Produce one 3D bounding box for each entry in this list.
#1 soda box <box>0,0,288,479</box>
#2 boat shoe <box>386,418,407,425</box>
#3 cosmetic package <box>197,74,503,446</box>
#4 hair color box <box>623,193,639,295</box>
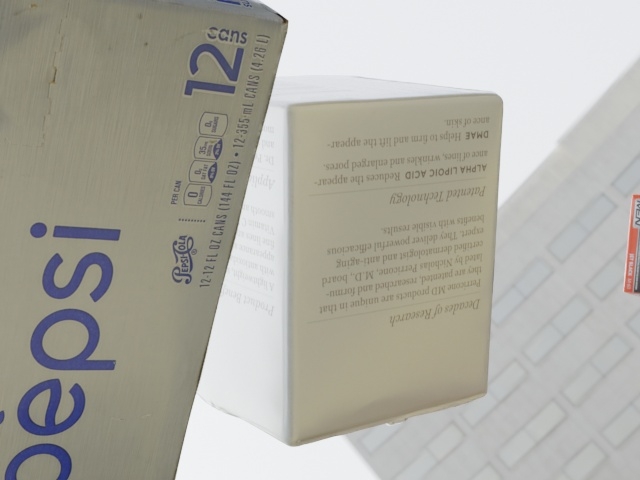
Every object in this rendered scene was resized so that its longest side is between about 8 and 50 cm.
[{"bbox_3d":[-0.104,0.043,0.389,0.098,0.091,0.286,3,-67,-30],"label":"soda box"},{"bbox_3d":[-0.025,0.064,0.941,0.103,0.320,0.118,-24,-58,-14],"label":"boat shoe"},{"bbox_3d":[0.000,0.000,0.675,0.151,0.151,0.184,-8,-74,-35],"label":"cosmetic package"},{"bbox_3d":[0.340,0.013,1.080,0.167,0.053,0.093,14,-99,-57],"label":"hair color box"}]
